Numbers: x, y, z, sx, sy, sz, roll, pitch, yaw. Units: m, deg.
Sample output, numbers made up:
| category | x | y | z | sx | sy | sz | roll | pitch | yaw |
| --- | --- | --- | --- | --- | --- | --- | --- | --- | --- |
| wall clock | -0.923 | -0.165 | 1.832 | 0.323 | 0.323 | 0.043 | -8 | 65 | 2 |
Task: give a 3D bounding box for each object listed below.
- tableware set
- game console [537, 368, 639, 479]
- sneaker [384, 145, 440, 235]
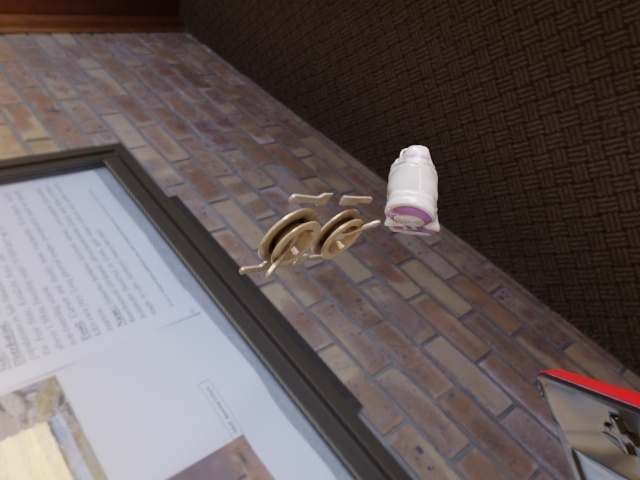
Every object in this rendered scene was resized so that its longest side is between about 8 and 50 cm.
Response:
| category | x | y | z | sx | sy | sz | roll | pitch | yaw |
| --- | --- | --- | --- | --- | --- | --- | --- | --- | --- |
| tableware set | 0.000 | 0.000 | 0.640 | 0.039 | 0.194 | 0.128 | 48 | 118 | 22 |
| game console | 0.402 | 0.347 | 0.530 | 0.342 | 0.060 | 0.386 | 165 | 84 | -76 |
| sneaker | 0.188 | -0.091 | 0.970 | 0.114 | 0.305 | 0.152 | 7 | 84 | 8 |
